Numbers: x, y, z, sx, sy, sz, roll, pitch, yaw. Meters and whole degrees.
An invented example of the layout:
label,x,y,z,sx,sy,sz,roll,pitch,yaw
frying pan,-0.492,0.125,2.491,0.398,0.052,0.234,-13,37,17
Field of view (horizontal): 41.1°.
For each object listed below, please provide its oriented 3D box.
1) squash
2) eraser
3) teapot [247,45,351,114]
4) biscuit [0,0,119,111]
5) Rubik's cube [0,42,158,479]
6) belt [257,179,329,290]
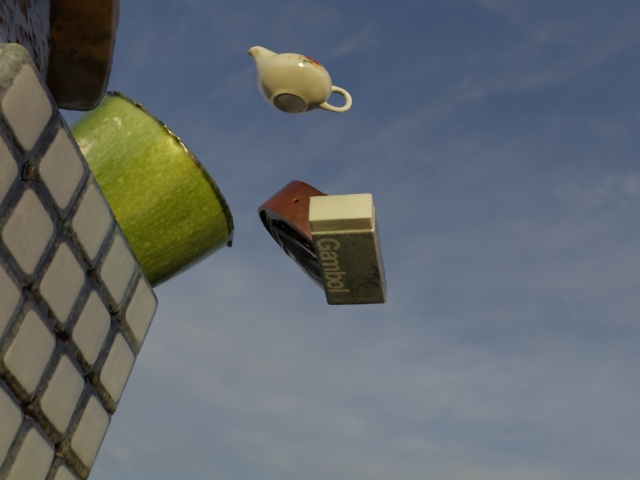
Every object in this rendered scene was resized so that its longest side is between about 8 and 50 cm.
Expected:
label,x,y,z,sx,sy,sz,roll,pitch,yaw
squash,-0.339,-0.016,1.280,0.310,0.309,0.310,38,-24,20
eraser,0.040,0.018,1.206,0.092,0.046,0.212,-3,-37,9
teapot,-0.043,-0.299,1.667,0.226,0.092,0.145,21,-27,-19
biscuit,-0.223,-0.302,0.653,0.070,0.350,0.394,-17,-23,-25
Rubik's cube,-0.257,0.050,0.465,0.237,0.237,0.238,5,-39,16
belt,0.000,0.000,1.544,0.261,0.105,0.184,34,-23,42
